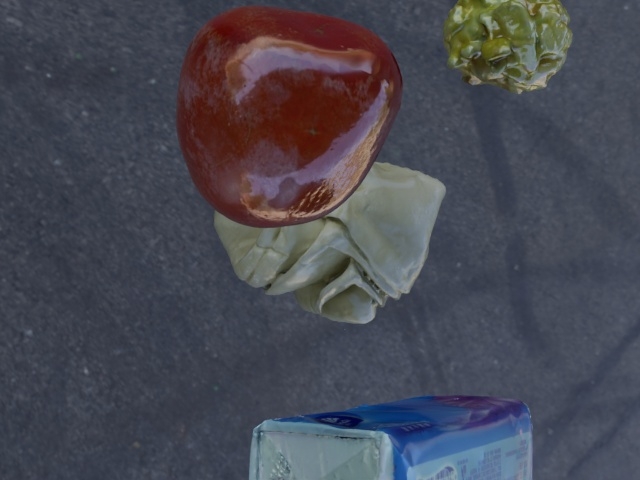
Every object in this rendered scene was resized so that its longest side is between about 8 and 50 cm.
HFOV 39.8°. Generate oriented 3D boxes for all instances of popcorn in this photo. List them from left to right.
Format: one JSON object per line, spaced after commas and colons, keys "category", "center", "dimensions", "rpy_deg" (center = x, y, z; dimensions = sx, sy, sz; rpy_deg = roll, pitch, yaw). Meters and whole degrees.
{"category": "popcorn", "center": [0.280, -0.305, 1.328], "dimensions": [0.188, 0.185, 0.167], "rpy_deg": [-15, 127, -13]}

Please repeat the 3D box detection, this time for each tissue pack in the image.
{"category": "tissue pack", "center": [0.068, 0.239, 0.753], "dimensions": [0.263, 0.146, 0.198], "rpy_deg": [6, 85, -56]}

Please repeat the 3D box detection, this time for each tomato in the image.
{"category": "tomato", "center": [-0.023, -0.094, 0.696], "dimensions": [0.187, 0.151, 0.187], "rpy_deg": [-5, 104, -19]}

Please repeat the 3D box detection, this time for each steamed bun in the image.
{"category": "steamed bun", "center": [-0.001, 0.001, 1.200], "dimensions": [0.289, 0.276, 0.203], "rpy_deg": [10, 78, -9]}

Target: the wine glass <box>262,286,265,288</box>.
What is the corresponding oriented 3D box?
{"category": "wine glass", "center": [-0.028, -0.044, 1.463], "dimensions": [0.096, 0.264, 0.309], "rpy_deg": [-25, 122, -32]}
